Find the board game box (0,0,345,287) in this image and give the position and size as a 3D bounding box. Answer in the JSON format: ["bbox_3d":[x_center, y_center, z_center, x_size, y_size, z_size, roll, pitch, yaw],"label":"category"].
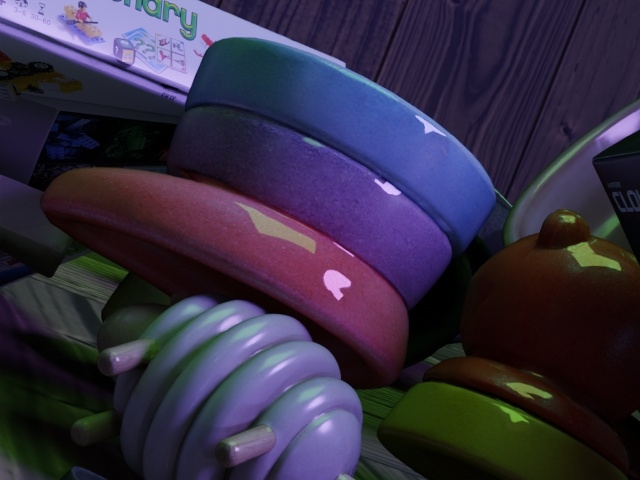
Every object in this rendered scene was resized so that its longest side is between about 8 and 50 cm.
[{"bbox_3d":[-0.158,-0.053,0.958,0.193,0.053,0.305,20,-25,-35],"label":"board game box"}]

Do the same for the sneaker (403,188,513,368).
[{"bbox_3d":[0.045,0.029,1.526,0.202,0.185,0.483,44,17,30],"label":"sneaker"}]

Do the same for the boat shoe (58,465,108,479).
[{"bbox_3d":[-0.028,0.094,0.584,0.133,0.042,0.049,22,4,35],"label":"boat shoe"}]

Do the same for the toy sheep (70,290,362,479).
[{"bbox_3d":[-0.030,0.065,0.716,0.132,0.091,0.091,39,10,25],"label":"toy sheep"}]

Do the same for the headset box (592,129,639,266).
[{"bbox_3d":[0.238,0.041,0.783,0.293,0.110,0.218,65,-16,-4],"label":"headset box"}]

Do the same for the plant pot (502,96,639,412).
[{"bbox_3d":[0.308,0.050,1.164,0.280,0.323,0.323,63,-9,-15],"label":"plant pot"}]

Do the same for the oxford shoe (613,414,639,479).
[{"bbox_3d":[0.164,0.127,1.167,0.076,0.076,0.212,35,9,36],"label":"oxford shoe"}]

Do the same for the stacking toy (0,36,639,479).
[{"bbox_3d":[0.000,0.000,0.889,0.279,0.130,0.309,16,-18,42],"label":"stacking toy"}]
